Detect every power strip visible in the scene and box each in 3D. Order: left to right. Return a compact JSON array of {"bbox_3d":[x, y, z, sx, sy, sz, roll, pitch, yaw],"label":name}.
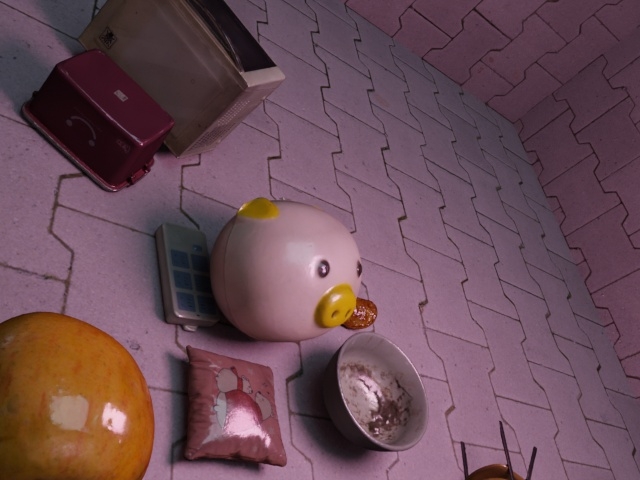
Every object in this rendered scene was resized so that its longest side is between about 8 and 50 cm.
[{"bbox_3d":[-0.300,0.074,1.332,0.118,0.046,0.270,13,49,-40],"label":"power strip"}]

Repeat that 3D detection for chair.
[{"bbox_3d":[0.457,0.630,1.561,0.172,0.159,0.246,38,36,-12],"label":"chair"}]

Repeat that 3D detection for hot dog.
[{"bbox_3d":[0.085,0.189,1.632,0.147,0.065,0.099,17,47,-23],"label":"hot dog"}]

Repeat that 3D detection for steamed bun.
[{"bbox_3d":[-0.073,0.069,1.351,0.374,0.334,0.333,2,57,-57],"label":"steamed bun"}]

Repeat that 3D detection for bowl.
[{"bbox_3d":[0.107,0.376,1.419,0.289,0.146,0.289,27,43,-29],"label":"bowl"}]

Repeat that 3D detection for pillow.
[{"bbox_3d":[-0.175,0.336,1.199,0.223,0.084,0.236,18,44,-35],"label":"pillow"}]

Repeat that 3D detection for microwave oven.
[{"bbox_3d":[-0.341,-0.465,1.523,0.394,0.333,0.247,51,24,-1],"label":"microwave oven"}]

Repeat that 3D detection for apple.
[{"bbox_3d":[-0.393,0.255,0.866,0.299,0.299,0.275,27,27,-29],"label":"apple"}]

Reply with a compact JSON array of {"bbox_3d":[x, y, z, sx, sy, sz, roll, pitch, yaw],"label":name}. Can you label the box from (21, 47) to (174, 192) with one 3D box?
[{"bbox_3d":[-0.487,-0.277,1.341,0.294,0.167,0.193,44,34,-10],"label":"box"}]
